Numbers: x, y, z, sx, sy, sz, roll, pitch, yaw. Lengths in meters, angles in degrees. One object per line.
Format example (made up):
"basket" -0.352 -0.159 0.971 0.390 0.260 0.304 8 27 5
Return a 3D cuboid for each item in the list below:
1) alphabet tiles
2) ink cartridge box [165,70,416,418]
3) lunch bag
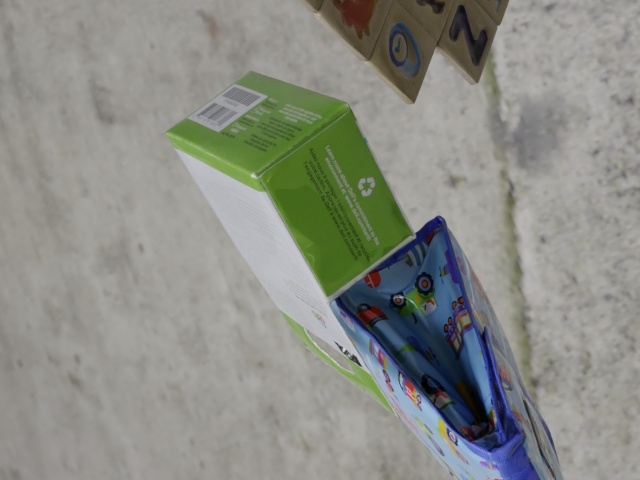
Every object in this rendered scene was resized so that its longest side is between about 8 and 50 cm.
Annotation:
"alphabet tiles" 0.043 -0.277 0.940 0.011 0.285 0.342 0 151 45
"ink cartridge box" 0.000 0.000 1.094 0.189 0.097 0.255 29 154 59
"lunch bag" 0.140 0.162 1.188 0.221 0.138 0.293 60 -178 -44
